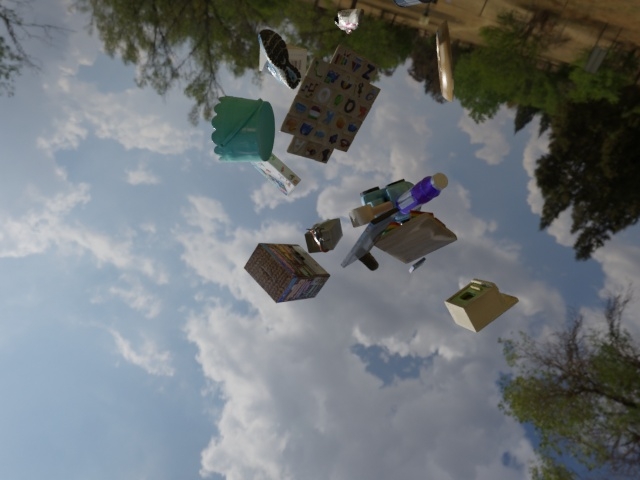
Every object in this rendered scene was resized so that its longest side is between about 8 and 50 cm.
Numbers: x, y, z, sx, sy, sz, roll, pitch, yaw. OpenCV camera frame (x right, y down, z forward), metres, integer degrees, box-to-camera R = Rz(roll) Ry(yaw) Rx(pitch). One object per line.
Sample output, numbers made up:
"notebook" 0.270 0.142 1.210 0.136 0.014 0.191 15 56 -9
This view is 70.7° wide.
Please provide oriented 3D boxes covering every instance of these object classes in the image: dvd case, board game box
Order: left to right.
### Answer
"board game box" -0.241 -0.357 2.220 0.305 0.193 0.053 42 -108 -5
"board game box" -0.141 0.136 1.967 0.232 0.141 0.291 43 -160 27
"dvd case" 0.187 -0.010 1.700 0.022 0.253 0.180 46 -138 17
"board game box" 0.552 0.141 2.570 0.090 0.090 0.020 -32 -110 -16

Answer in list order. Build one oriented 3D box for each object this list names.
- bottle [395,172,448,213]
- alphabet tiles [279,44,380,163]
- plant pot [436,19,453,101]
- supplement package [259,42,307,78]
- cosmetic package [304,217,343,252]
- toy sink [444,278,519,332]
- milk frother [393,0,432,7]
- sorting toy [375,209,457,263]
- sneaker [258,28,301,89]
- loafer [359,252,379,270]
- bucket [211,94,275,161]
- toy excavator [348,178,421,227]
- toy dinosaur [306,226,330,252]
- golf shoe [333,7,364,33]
"bottle" 0.420 -0.197 1.869 0.118 0.283 0.092 -37 -91 -23
"alphabet tiles" 0.035 -0.397 1.366 0.285 0.342 0.011 6 -147 -44
"plant pot" 0.380 -0.543 1.381 0.032 0.236 0.236 -5 -155 14
"supplement package" -0.140 -0.661 1.656 0.105 0.105 0.179 -13 -146 -30
"cosmetic package" 0.020 -0.026 2.135 0.127 0.107 0.238 -8 -168 19
"toy sink" 0.659 0.245 1.853 0.234 0.131 0.153 -32 -169 -10
"milk frother" 0.276 -0.739 1.255 0.129 0.143 0.135 -25 -152 -10
"sorting toy" 0.385 -0.028 1.866 0.255 0.257 0.089 28 -136 -42
"sneaker" -0.115 -0.445 1.121 0.073 0.162 0.063 23 -112 37
"loafer" 0.192 0.074 1.895 0.050 0.056 0.148 21 -151 -56
"bucket" -0.302 -0.444 1.817 0.183 0.281 0.281 5 -153 9
"toy excavator" 0.304 -0.161 2.114 0.433 0.222 0.445 -19 180 -10
"toy dinosaur" 0.000 0.000 1.451 0.090 0.082 0.047 -6 168 36
"golf shoe" 0.107 -0.856 1.743 0.086 0.067 0.186 20 -178 -19
